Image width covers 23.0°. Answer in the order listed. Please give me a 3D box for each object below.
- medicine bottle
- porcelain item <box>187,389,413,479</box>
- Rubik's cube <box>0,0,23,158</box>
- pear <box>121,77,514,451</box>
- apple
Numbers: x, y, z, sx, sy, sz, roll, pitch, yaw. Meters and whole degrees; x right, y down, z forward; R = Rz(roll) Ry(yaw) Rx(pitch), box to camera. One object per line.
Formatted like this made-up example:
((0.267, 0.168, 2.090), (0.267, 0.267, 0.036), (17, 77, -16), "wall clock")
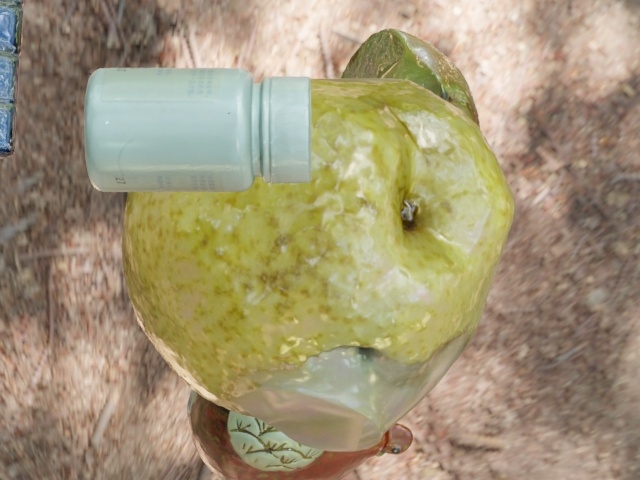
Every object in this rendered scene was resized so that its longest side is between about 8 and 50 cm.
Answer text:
((-0.045, -0.041, 0.589), (0.083, 0.047, 0.047), (0, 76, 0), "medicine bottle")
((-0.007, 0.144, 1.560), (0.253, 0.253, 0.253), (2, 76, -8), "porcelain item")
((-0.509, -0.232, 1.732), (0.287, 0.292, 0.293), (5, 88, -33), "Rubik's cube")
((0.000, 0.000, 1.050), (0.271, 0.271, 0.271), (2, 76, -8), "pear")
((0.081, -0.107, 1.633), (0.120, 0.265, 0.193), (0, 44, -28), "apple")
